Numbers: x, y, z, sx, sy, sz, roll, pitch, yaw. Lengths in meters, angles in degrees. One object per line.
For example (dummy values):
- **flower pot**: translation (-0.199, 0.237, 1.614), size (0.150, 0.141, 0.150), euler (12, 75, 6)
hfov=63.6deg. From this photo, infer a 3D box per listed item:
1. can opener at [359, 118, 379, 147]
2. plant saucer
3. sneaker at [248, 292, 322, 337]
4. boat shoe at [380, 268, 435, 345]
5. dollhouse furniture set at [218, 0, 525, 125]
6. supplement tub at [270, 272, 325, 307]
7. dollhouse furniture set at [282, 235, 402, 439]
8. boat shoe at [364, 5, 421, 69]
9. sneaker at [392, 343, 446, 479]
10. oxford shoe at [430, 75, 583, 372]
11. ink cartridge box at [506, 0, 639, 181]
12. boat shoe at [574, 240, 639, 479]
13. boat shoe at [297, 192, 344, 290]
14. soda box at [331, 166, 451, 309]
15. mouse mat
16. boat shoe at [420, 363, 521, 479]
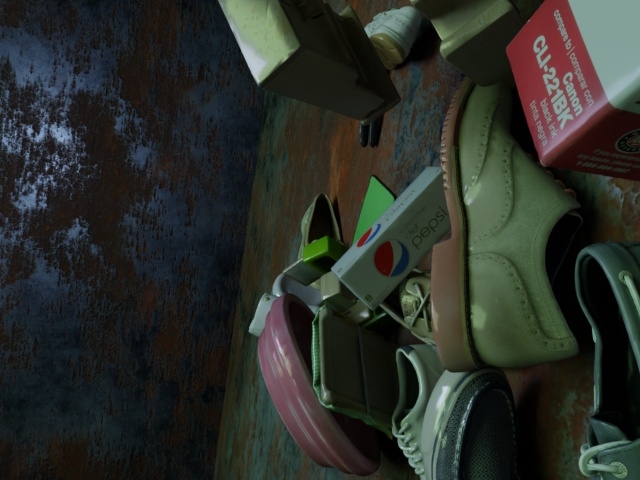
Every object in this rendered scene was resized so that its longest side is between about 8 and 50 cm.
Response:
- **can opener**: translation (0.109, -0.294, 1.111), size (0.059, 0.073, 0.186), euler (3, 94, 54)
- **plant saucer**: translation (-0.010, 0.252, 0.897), size (0.332, 0.084, 0.332), euler (59, -174, -10)
- **sneaker**: translation (-0.083, 0.230, 1.240), size (0.293, 0.169, 0.108), euler (93, -161, -45)
- **boat shoe**: translation (0.158, 0.098, 0.724), size (0.302, 0.098, 0.109), euler (-151, 69, -71)
- **dollhouse furniture set**: translation (0.113, -0.329, 0.591), size (0.394, 0.256, 0.363), euler (-32, 76, 29)
- **supplement tub**: translation (-0.074, 0.190, 1.353), size (0.145, 0.144, 0.200), euler (-101, 25, -44)
- **dollhouse furniture set**: translation (0.025, 0.176, 0.854), size (0.151, 0.197, 0.302), euler (-34, 40, 32)
- **boat shoe**: translation (0.141, -0.401, 1.005), size (0.096, 0.098, 0.277), euler (-51, 17, 11)
- **sneaker**: translation (0.144, 0.271, 0.716), size (0.094, 0.091, 0.259), euler (127, 145, -59)
- **oxford shoe**: translation (0.220, -0.042, 0.596), size (0.146, 0.140, 0.398), euler (-6, 61, 29)
- **ink cartridge box**: translation (0.275, -0.148, 0.282), size (0.273, 0.196, 0.114), euler (125, 146, -57)
- **boat shoe**: translation (0.241, 0.155, 0.405), size (0.116, 0.098, 0.320), euler (133, 145, -82)
- **boat shoe**: translation (0.000, 0.000, 1.257), size (0.285, 0.104, 0.089), euler (-101, 22, -46)
- **soda box**: translation (0.117, -0.006, 0.749), size (0.216, 0.074, 0.069), euler (-47, 13, -1)
- **mouse mat**: translation (0.108, -0.030, 1.090), size (0.153, 0.007, 0.190), euler (-118, 39, -61)
- **boat shoe**: translation (0.193, 0.306, 0.535), size (0.158, 0.127, 0.341), euler (-169, 78, -66)
